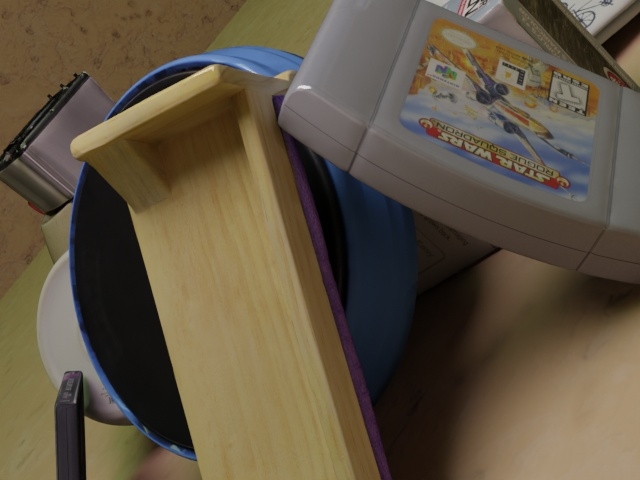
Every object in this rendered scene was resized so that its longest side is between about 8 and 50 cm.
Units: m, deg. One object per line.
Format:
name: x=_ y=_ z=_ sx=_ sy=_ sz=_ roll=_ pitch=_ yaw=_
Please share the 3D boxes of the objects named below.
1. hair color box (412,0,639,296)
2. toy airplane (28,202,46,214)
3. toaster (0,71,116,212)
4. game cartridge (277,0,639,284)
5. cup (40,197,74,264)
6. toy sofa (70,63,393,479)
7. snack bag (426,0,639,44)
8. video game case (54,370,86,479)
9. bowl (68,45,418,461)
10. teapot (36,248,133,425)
hair color box: x=0.093 y=-0.073 z=1.067 sx=0.374 sy=0.185 sz=0.113 roll=-34 pitch=20 yaw=36
toy airplane: x=-0.283 y=-0.121 z=2.018 sx=0.384 sy=0.272 sz=0.386 roll=-36 pitch=-18 yaw=2
toaster: x=-0.379 y=-0.134 z=1.645 sx=0.185 sy=0.110 sz=0.168 roll=-56 pitch=19 yaw=-24
game cartridge: x=0.127 y=-0.082 z=0.845 sx=0.198 sy=0.297 sz=0.062 roll=-69 pitch=3 yaw=-52
cup: x=-0.271 y=-0.009 z=1.703 sx=0.331 sy=0.237 sz=0.331 roll=-43 pitch=18 yaw=17
toy sofa: x=-0.036 y=0.063 z=0.852 sx=0.150 sy=0.362 sz=0.177 roll=-23 pitch=-13 yaw=31
snack bag: x=0.222 y=-0.284 z=1.253 sx=0.323 sy=0.037 sz=0.342 roll=-41 pitch=35 yaw=-1
video game case: x=-0.261 y=0.250 z=1.208 sx=0.274 sy=0.026 sz=0.196 roll=179 pitch=90 yaw=-80
bowl: x=-0.091 y=0.018 z=1.048 sx=0.391 sy=0.391 sz=0.077 roll=-35 pitch=-19 yaw=36
teapot: x=-0.205 y=0.101 z=1.405 sx=0.187 sy=0.256 sz=0.252 roll=-2 pitch=-59 yaw=-57
